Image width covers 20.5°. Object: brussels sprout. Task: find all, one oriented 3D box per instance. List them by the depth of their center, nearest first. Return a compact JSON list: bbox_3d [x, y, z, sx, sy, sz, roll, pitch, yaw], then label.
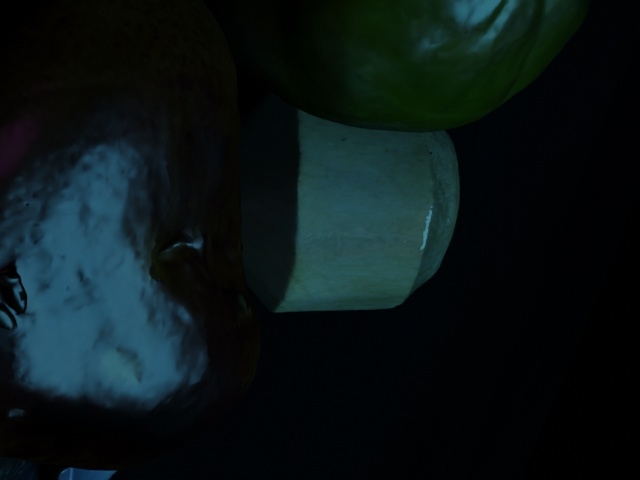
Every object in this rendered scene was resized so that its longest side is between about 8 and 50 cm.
[{"bbox_3d":[0.051,-0.253,1.205,0.289,0.281,0.355,-6,102,-48],"label":"brussels sprout"}]

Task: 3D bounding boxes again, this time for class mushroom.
[{"bbox_3d":[-0.187,-0.003,1.093,0.345,0.259,0.345,-11,104,-49],"label":"mushroom"}]

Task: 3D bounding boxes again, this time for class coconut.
[{"bbox_3d":[0.000,-0.036,1.511,0.202,0.222,0.202,-176,-90,-75],"label":"coconut"}]

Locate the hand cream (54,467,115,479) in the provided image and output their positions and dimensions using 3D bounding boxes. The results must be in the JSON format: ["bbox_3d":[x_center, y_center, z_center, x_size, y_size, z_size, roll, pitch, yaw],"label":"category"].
[{"bbox_3d":[-0.157,0.138,1.541,0.256,0.055,0.088,-50,167,-37],"label":"hand cream"}]

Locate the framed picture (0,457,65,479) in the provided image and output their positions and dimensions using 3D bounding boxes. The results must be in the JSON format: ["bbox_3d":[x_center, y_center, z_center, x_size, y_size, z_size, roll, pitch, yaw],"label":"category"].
[{"bbox_3d":[-0.234,0.154,1.424,0.209,0.019,0.281,-19,135,-64],"label":"framed picture"}]
